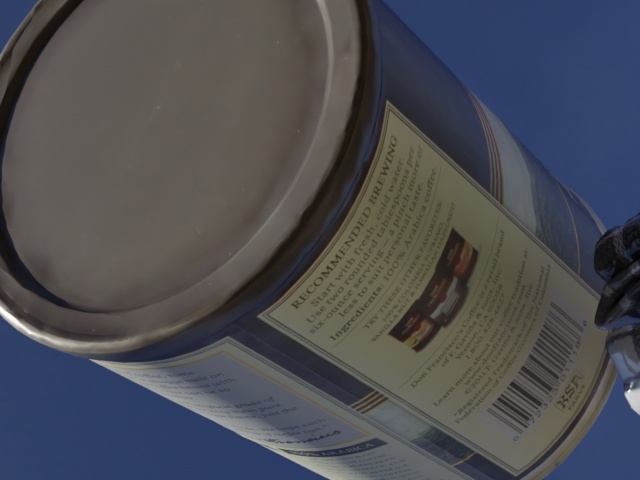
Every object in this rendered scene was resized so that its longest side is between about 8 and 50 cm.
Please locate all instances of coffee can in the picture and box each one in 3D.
[{"bbox_3d":[0.000,0.000,0.739,0.275,0.201,0.201,36,-111,-51],"label":"coffee can"}]

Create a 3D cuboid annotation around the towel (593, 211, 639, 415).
[{"bbox_3d":[0.278,0.014,0.650,0.284,0.235,0.121,19,-125,-37],"label":"towel"}]
